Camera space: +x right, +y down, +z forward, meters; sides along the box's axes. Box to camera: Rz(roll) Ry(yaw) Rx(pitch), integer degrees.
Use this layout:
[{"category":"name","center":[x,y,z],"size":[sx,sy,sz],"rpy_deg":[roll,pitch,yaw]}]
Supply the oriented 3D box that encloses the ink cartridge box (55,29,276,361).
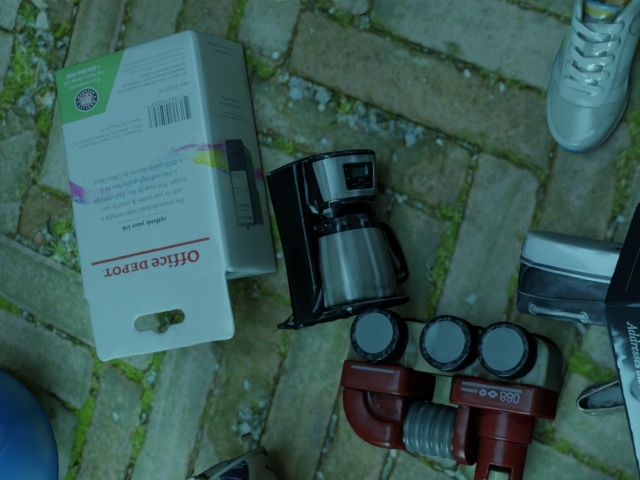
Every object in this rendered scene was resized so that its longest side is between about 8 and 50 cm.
[{"category":"ink cartridge box","center":[-0.178,-0.047,1.462],"size":[0.207,0.119,0.354],"rpy_deg":[-11,83,26]}]

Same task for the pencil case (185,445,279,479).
[{"category":"pencil case","center":[-0.037,0.434,1.348],"size":[0.160,0.183,0.410],"rpy_deg":[-36,74,21]}]

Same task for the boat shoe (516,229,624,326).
[{"category":"boat shoe","center":[0.334,0.067,1.207],"size":[0.301,0.108,0.102],"rpy_deg":[12,100,25]}]

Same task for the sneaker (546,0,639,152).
[{"category":"sneaker","center":[0.278,-0.201,1.246],"size":[0.087,0.092,0.229],"rpy_deg":[19,99,24]}]

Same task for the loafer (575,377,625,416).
[{"category":"loafer","center":[0.318,0.152,1.249],"size":[0.125,0.039,0.045],"rpy_deg":[-22,79,25]}]

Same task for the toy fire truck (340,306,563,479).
[{"category":"toy fire truck","center":[0.135,0.208,1.299],"size":[0.217,0.158,0.246],"rpy_deg":[5,81,27]}]

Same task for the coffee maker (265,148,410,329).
[{"category":"coffee maker","center":[0.000,0.000,1.370],"size":[0.171,0.120,0.178],"rpy_deg":[-15,82,27]}]

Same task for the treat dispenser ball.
[{"category":"treat dispenser ball","center":[-0.465,0.281,1.509],"size":[0.288,0.288,0.288],"rpy_deg":[0,89,27]}]

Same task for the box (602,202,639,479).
[{"category":"box","center":[0.433,0.143,1.036],"size":[0.312,0.179,0.343],"rpy_deg":[-5,117,26]}]
